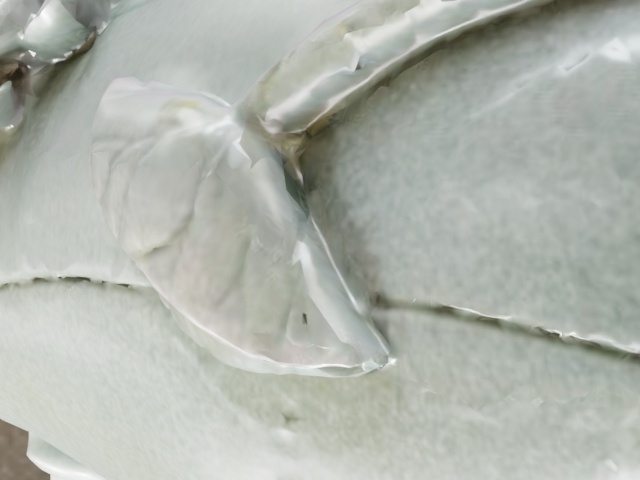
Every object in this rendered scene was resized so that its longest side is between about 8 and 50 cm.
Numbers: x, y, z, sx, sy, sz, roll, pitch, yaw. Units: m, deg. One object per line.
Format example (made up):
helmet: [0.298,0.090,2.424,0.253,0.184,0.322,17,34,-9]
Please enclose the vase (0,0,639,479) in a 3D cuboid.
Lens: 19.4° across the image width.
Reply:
vase: [0.000,0.000,0.532,0.445,0.250,0.250,3,88,32]
